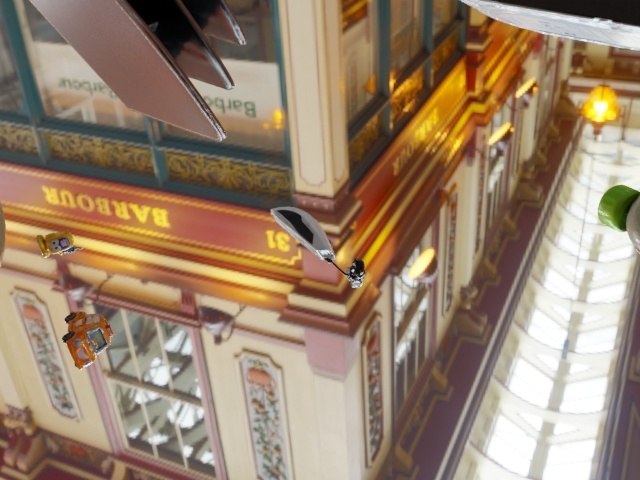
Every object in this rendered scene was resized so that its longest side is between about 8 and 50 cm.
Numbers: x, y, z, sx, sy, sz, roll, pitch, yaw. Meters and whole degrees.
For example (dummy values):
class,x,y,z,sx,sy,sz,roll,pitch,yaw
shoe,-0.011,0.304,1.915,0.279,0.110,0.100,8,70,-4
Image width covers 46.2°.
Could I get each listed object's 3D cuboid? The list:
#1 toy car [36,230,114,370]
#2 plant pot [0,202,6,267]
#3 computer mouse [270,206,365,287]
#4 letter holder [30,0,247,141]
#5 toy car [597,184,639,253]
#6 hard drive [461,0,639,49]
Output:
class,x,y,z,sx,sy,sz,roll,pitch,yaw
toy car,-0.218,0.050,0.671,0.040,0.122,0.060,-17,-168,-5
plant pot,-0.256,0.033,0.379,0.205,0.188,0.205,29,-140,-27
computer mouse,0.000,0.000,1.198,0.193,0.106,0.042,40,-96,14
letter holder,-0.196,-0.274,0.833,0.214,0.302,0.152,25,-107,37
toy car,0.436,-0.001,0.845,0.149,0.188,0.155,-47,-144,-2
hard drive,0.356,-0.275,0.903,0.338,0.064,0.237,19,-165,27
